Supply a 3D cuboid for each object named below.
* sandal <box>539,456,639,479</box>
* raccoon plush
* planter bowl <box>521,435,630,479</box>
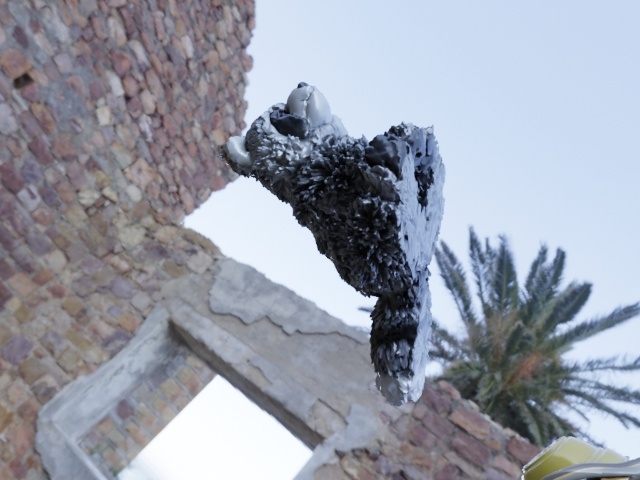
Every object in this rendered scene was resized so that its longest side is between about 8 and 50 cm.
[{"bbox_3d":[0.281,0.255,0.549,0.049,0.180,0.072,-97,176,-47],"label":"sandal"},{"bbox_3d":[0.000,0.000,0.801,0.299,0.446,0.216,5,-3,28],"label":"raccoon plush"},{"bbox_3d":[0.425,0.412,0.978,0.090,0.217,0.217,51,-22,27],"label":"planter bowl"}]
